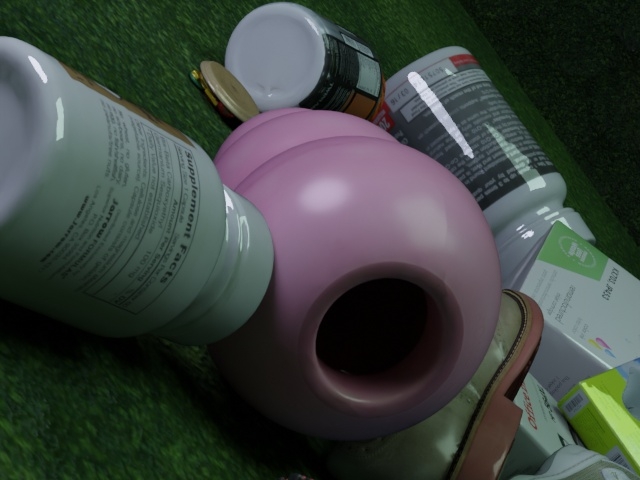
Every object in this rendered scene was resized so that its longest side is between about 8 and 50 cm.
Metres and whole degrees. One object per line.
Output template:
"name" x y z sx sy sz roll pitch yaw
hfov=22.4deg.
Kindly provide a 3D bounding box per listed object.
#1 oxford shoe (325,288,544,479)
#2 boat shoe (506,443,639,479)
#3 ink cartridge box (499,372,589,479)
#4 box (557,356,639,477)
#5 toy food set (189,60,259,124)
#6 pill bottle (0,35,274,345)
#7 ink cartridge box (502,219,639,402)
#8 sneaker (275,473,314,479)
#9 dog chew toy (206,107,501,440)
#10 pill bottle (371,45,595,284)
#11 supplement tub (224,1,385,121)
"oxford shoe" 0.091 0.105 1.258 0.130 0.123 0.348 24 20 3
"boat shoe" 0.186 0.232 1.187 0.103 0.118 0.320 12 11 23
"ink cartridge box" 0.194 0.206 1.427 0.203 0.086 0.148 46 16 -22
"box" 0.309 0.159 1.469 0.178 0.042 0.109 -16 64 -41
"toy food set" -0.088 -0.137 1.533 0.082 0.020 0.083 54 16 11
"pill bottle" -0.129 -0.016 0.924 0.229 0.131 0.131 30 26 -54
"ink cartridge box" 0.328 0.158 1.628 0.353 0.119 0.207 37 31 1
"sneaker" 0.027 0.229 0.893 0.092 0.088 0.225 40 19 -39
"dog chew toy" 0.000 0.000 1.156 0.206 0.206 0.332 44 7 -26
"pill bottle" 0.185 -0.073 1.902 0.283 0.161 0.161 56 16 16
"supplement tub" -0.009 -0.169 1.651 0.117 0.117 0.190 56 15 17
